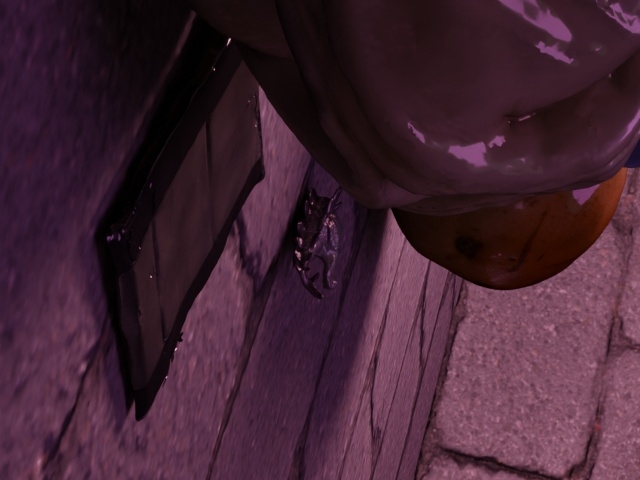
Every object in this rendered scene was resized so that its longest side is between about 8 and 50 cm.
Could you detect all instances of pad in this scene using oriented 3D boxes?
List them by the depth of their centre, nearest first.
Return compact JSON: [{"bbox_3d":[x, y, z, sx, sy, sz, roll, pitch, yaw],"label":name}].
[{"bbox_3d":[-0.079,-0.026,0.870,0.174,0.022,0.233,91,16,-48],"label":"pad"}]

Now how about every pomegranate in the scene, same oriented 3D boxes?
[{"bbox_3d":[0.222,-0.102,1.666,0.319,0.319,0.319,11,90,-79],"label":"pomegranate"}]

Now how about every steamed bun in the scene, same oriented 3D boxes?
[{"bbox_3d":[0.029,-0.183,0.726,0.394,0.238,0.346,121,-41,-63],"label":"steamed bun"}]

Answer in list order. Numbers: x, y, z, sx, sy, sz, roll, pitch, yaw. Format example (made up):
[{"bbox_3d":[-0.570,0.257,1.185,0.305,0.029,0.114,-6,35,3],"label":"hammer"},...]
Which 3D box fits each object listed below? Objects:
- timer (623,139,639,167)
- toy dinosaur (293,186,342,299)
[{"bbox_3d":[0.247,-0.270,1.453,0.173,0.395,0.395,-33,-147,51],"label":"timer"},{"bbox_3d":[-0.002,0.000,1.231,0.209,0.039,0.082,-81,175,-66],"label":"toy dinosaur"}]
